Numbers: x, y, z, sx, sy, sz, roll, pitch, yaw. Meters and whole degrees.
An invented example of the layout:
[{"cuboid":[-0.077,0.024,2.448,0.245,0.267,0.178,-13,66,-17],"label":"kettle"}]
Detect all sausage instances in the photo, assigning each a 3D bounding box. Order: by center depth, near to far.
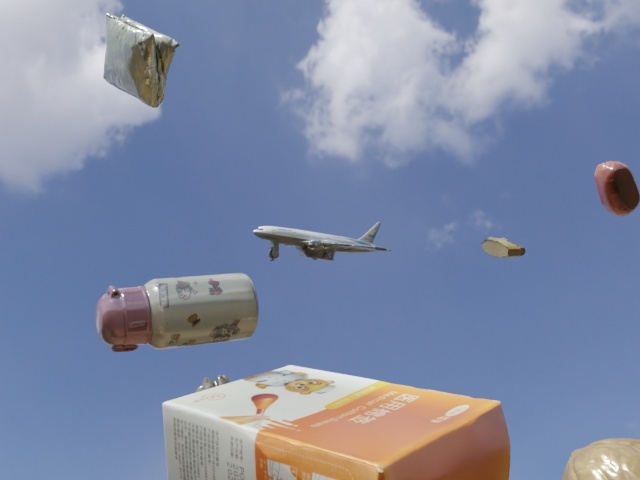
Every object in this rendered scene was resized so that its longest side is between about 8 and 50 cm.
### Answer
[{"cuboid":[0.483,-0.085,1.033,0.059,0.054,0.094,-25,-80,-13],"label":"sausage"}]

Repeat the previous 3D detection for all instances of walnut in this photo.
[{"cuboid":[0.473,0.407,0.920,0.225,0.261,0.224,-28,-35,-22],"label":"walnut"}]

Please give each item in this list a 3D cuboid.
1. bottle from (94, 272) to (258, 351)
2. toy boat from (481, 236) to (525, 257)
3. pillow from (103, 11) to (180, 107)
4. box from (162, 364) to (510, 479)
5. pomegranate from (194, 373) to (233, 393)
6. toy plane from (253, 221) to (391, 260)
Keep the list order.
[{"cuboid":[-0.219,0.110,0.962,0.233,0.110,0.110,-3,-39,-30],"label":"bottle"},{"cuboid":[0.446,0.018,1.560,0.049,0.149,0.047,-3,-81,-17],"label":"toy boat"},{"cuboid":[-0.338,-0.331,1.147,0.078,0.181,0.134,-13,-53,-44],"label":"pillow"},{"cuboid":[0.010,0.249,0.715,0.341,0.143,0.225,-3,2,43],"label":"box"},{"cuboid":[-0.128,0.395,1.121,0.285,0.340,0.285,-28,-14,-7],"label":"pomegranate"},{"cuboid":[0.001,0.003,0.971,0.226,0.058,0.226,-3,4,-30],"label":"toy plane"}]
